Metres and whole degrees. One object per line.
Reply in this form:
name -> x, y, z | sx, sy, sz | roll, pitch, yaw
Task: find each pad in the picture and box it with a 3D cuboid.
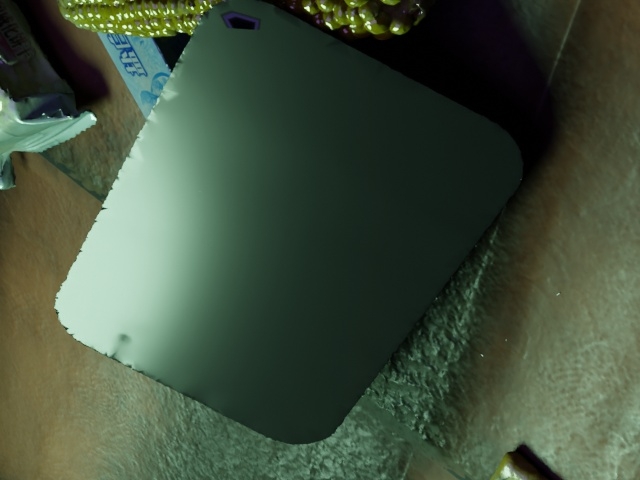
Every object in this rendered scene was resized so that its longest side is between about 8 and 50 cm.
pad -> 0.001, 0.001, 1.333 | 0.315, 0.063, 0.375 | 29, 131, -7

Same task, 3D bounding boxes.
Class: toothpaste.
toothpaste -> -0.087, -0.076, 1.411 | 0.066, 0.053, 0.272 | -21, 100, 49

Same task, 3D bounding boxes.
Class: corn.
corn -> -0.052, -0.183, 1.252 | 0.320, 0.097, 0.097 | 3, 118, 34

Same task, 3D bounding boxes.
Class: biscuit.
biscuit -> 0.159, 0.210, 1.388 | 0.081, 0.018, 0.083 | 42, 138, 14
biscuit -> -0.324, -0.196, 1.545 | 0.186, 0.079, 0.309 | -30, 93, 48
